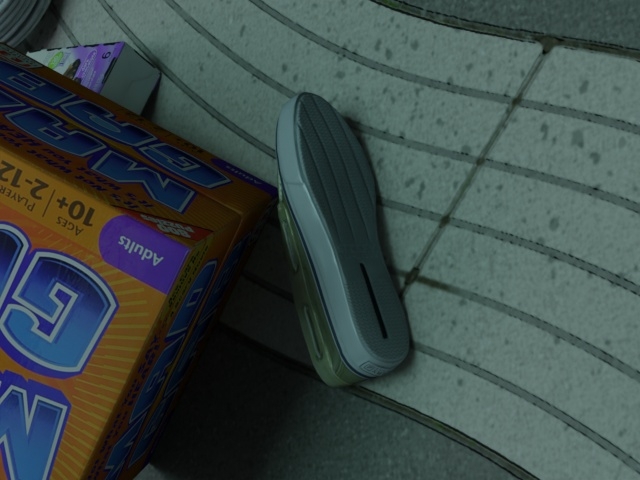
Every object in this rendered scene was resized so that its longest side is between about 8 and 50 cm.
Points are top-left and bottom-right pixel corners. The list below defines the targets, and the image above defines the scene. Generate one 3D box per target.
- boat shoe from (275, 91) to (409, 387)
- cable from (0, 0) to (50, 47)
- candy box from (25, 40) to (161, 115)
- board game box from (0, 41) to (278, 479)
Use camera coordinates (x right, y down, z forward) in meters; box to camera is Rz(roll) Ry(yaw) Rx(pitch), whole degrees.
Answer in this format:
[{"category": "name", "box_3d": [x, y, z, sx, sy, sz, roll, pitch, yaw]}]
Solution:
[{"category": "boat shoe", "box_3d": [0.000, 0.000, 1.597, 0.094, 0.109, 0.302, -31, 64, 39]}, {"category": "cable", "box_3d": [-0.467, -0.336, 2.077, 0.257, 0.089, 0.257, 4, 65, 23]}, {"category": "candy box", "box_3d": [-0.306, -0.147, 1.920, 0.196, 0.070, 0.165, 2, 61, 44]}, {"category": "board game box", "box_3d": [-0.304, 0.046, 1.614, 0.356, 0.356, 0.356, 28, 104, 5]}]
